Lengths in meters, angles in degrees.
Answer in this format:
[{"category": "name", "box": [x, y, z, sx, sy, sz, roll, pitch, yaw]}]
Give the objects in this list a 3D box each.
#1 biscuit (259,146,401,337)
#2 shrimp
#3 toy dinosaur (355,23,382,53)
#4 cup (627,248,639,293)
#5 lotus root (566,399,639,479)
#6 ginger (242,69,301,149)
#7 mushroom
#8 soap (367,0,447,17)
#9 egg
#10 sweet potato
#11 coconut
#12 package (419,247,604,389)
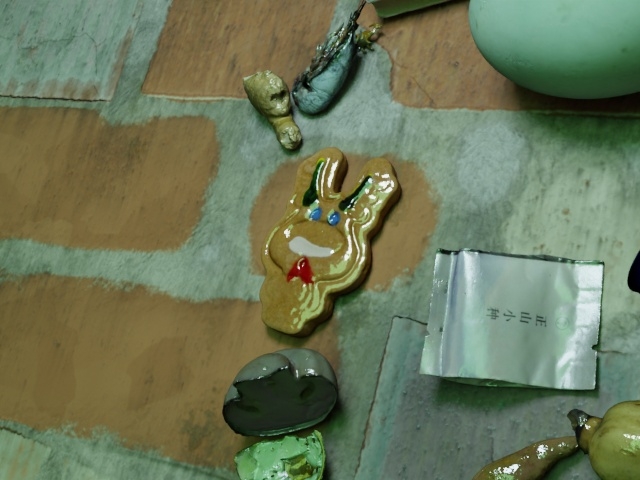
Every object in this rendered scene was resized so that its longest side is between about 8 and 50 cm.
[{"category": "biscuit", "box": [0.000, 0.000, 1.715, 0.202, 0.047, 0.333, 19, 80, 32]}, {"category": "shrimp", "box": [0.026, -0.323, 1.800, 0.079, 0.090, 0.233, 40, 111, 21]}, {"category": "toy dinosaur", "box": [0.066, -0.349, 1.836, 0.113, 0.026, 0.041, -30, 64, 31]}, {"category": "cup", "box": [0.578, 0.045, 1.318, 0.255, 0.178, 0.256, -48, 59, 4]}, {"category": "lotus root", "box": [0.423, 0.272, 1.343, 0.221, 0.125, 0.118, 5, 115, 34]}, {"category": "ginger", "box": [-0.077, -0.242, 1.829, 0.067, 0.096, 0.165, -22, 63, -30]}, {"category": "mushroom", "box": [-0.064, 0.228, 1.609, 0.188, 0.141, 0.117, -22, 27, 10]}, {"category": "soap", "box": [0.214, -0.501, 1.780, 0.274, 0.089, 0.173, -10, 65, 24]}, {"category": "egg", "box": [0.408, -0.346, 1.503, 0.389, 0.276, 0.276, -3, 69, 24]}, {"category": "sweet potato", "box": [0.277, 0.322, 1.430, 0.226, 0.068, 0.068, -36, 58, 10]}, {"category": "coconut", "box": [-0.057, 0.359, 1.594, 0.158, 0.055, 0.133, -2, 71, 29]}, {"category": "package", "box": [0.283, 0.115, 1.520, 0.251, 0.062, 0.203, 5, 72, 15]}]
